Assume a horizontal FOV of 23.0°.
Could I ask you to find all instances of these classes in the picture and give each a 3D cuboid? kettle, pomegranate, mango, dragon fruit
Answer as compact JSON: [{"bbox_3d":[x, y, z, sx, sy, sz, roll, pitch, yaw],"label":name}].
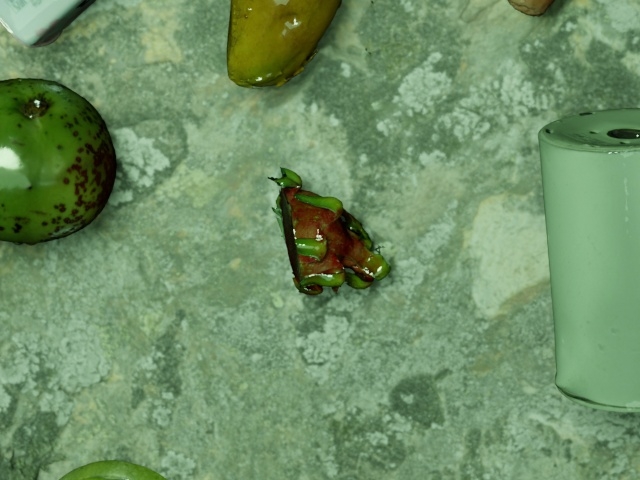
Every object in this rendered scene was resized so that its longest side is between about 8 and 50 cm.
[{"bbox_3d":[0.381,0.012,1.839,0.205,0.265,0.318,6,109,37],"label":"kettle"},{"bbox_3d":[-0.349,-0.072,1.873,0.214,0.214,0.248,12,140,2],"label":"pomegranate"},{"bbox_3d":[-0.045,-0.292,1.790,0.156,0.151,0.249,12,106,-34],"label":"mango"},{"bbox_3d":[0.000,0.000,1.899,0.175,0.138,0.142,14,132,-20],"label":"dragon fruit"}]

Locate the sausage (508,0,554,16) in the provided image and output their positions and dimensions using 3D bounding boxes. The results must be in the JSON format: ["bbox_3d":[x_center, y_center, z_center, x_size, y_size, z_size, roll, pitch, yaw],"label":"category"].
[{"bbox_3d":[0.289,-0.454,1.745,0.094,0.094,0.419,32,112,36],"label":"sausage"}]

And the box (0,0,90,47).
[{"bbox_3d":[-0.209,-0.377,1.763,0.369,0.190,0.112,-38,100,15],"label":"box"}]

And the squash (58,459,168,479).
[{"bbox_3d":[-0.270,0.416,2.065,0.252,0.049,0.252,2,106,5],"label":"squash"}]
